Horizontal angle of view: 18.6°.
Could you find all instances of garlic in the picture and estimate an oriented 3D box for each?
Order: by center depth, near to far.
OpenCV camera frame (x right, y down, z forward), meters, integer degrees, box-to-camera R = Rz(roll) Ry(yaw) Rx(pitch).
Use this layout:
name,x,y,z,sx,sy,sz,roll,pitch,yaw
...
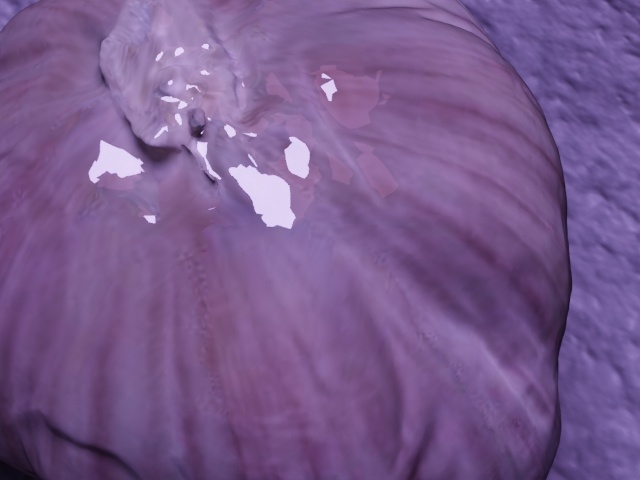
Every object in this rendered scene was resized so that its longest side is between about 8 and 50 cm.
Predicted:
name,x,y,z,sx,sy,sz,roll,pitch,yaw
garlic,-0.028,-0.003,0.862,0.317,0.259,0.317,-8,58,13
